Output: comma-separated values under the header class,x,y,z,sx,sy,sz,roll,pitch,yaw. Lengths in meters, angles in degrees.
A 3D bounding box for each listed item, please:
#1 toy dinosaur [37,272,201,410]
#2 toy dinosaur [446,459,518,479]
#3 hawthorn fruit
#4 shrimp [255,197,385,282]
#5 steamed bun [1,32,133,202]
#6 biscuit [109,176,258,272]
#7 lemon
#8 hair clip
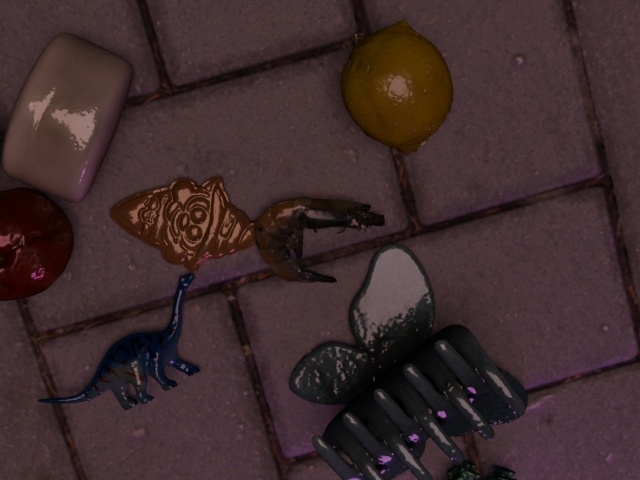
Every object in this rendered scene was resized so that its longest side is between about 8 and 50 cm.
class,x,y,z,sx,sy,sz,roll,pitch,yaw
toy dinosaur,-0.294,0.209,1.555,0.329,0.076,0.144,-41,95,0
toy dinosaur,0.240,0.450,1.644,0.259,0.094,0.153,22,93,0
hawthorn fruit,-0.477,0.009,1.440,0.179,0.200,0.179,0,97,0
shrimp,0.000,0.000,1.564,0.217,0.051,0.150,-2,107,-8
steamed bun,-0.385,-0.185,1.435,0.146,0.164,0.242,22,97,-7
biscuit,-0.220,-0.030,1.546,0.250,0.035,0.163,7,95,-5
lemon,0.120,-0.234,1.472,0.173,0.173,0.206,-20,109,-2
hair clip,0.141,0.255,1.525,0.318,0.238,0.392,-38,101,4
